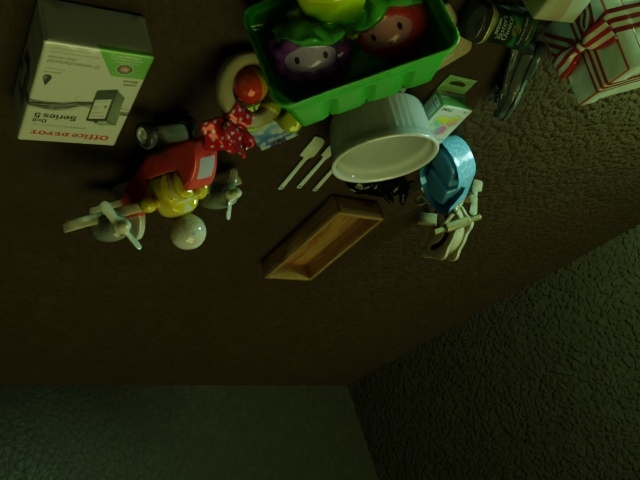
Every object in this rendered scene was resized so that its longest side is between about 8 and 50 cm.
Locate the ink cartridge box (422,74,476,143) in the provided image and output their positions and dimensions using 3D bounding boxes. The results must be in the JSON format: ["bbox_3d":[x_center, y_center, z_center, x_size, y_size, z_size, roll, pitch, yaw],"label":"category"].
[{"bbox_3d":[0.328,-0.344,1.898,0.109,0.062,0.209,2,147,-36],"label":"ink cartridge box"}]

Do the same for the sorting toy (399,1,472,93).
[{"bbox_3d":[0.239,-0.452,1.665,0.208,0.038,0.193,-32,152,17],"label":"sorting toy"}]

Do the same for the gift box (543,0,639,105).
[{"bbox_3d":[0.689,-0.490,1.658,0.258,0.276,0.255,-18,168,-11],"label":"gift box"}]

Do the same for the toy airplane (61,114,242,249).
[{"bbox_3d":[-0.376,-0.086,1.684,0.386,0.272,0.384,-31,172,-2],"label":"toy airplane"}]

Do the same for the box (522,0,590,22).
[{"bbox_3d":[0.535,-0.608,1.429,0.121,0.147,0.311,-4,149,-27],"label":"box"}]

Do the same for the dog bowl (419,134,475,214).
[{"bbox_3d":[0.381,-0.200,2.117,0.074,0.165,0.297,-25,156,-13],"label":"dog bowl"}]

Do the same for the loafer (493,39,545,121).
[{"bbox_3d":[0.499,-0.425,1.854,0.084,0.096,0.267,21,147,3],"label":"loafer"}]

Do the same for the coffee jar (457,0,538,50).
[{"bbox_3d":[0.405,-0.495,1.623,0.185,0.079,0.096,-2,127,-31],"label":"coffee jar"}]

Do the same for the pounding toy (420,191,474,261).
[{"bbox_3d":[0.403,-0.060,2.378,0.155,0.154,0.269,8,110,-43],"label":"pounding toy"}]

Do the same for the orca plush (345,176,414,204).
[{"bbox_3d":[0.190,-0.144,2.151,0.151,0.102,0.287,-31,152,23],"label":"orca plush"}]

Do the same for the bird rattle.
[{"bbox_3d":[-0.156,-0.300,1.522,0.254,0.206,0.143,-23,-159,-25],"label":"bird rattle"}]

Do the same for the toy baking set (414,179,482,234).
[{"bbox_3d":[0.417,-0.119,2.247,0.256,0.196,0.030,-15,148,-7],"label":"toy baking set"}]

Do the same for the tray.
[{"bbox_3d":[0.000,0.000,2.341,0.203,0.076,0.411,6,144,-41],"label":"tray"}]

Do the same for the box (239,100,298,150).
[{"bbox_3d":[-0.129,-0.294,1.711,0.109,0.042,0.178,-22,154,7],"label":"box"}]

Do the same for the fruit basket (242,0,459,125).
[{"bbox_3d":[0.044,-0.426,1.317,0.392,0.282,0.392,-18,159,-7],"label":"fruit basket"}]

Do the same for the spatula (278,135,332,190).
[{"bbox_3d":[-0.005,-0.207,1.994,0.168,0.019,0.242,0,148,-36],"label":"spatula"}]

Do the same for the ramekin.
[{"bbox_3d":[0.152,-0.263,1.810,0.278,0.135,0.277,-9,162,-3],"label":"ramekin"}]

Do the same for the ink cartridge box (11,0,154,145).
[{"bbox_3d":[-0.464,-0.312,1.367,0.199,0.114,0.273,0,149,-34],"label":"ink cartridge box"}]
